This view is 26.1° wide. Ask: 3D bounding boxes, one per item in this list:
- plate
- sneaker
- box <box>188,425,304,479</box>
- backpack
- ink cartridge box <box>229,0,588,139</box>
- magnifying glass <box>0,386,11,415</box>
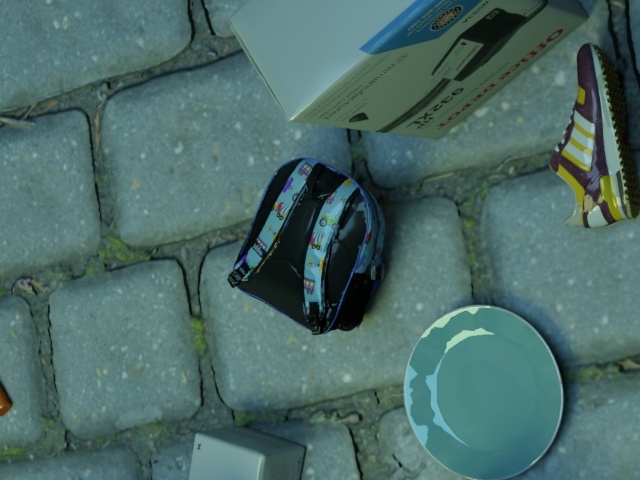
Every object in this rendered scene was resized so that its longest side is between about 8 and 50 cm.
[{"bbox_3d":[0.175,0.162,1.472,0.188,0.024,0.188,-1,87,33],"label":"plate"},{"bbox_3d":[0.265,-0.105,1.393,0.084,0.069,0.185,-12,81,27],"label":"sneaker"},{"bbox_3d":[-0.088,0.277,1.599,0.101,0.087,0.101,13,96,32],"label":"box"},{"bbox_3d":[0.000,0.000,1.532,0.158,0.117,0.173,28,104,30],"label":"backpack"},{"bbox_3d":[0.096,-0.218,1.364,0.223,0.307,0.129,-39,72,26],"label":"ink cartridge box"},{"bbox_3d":[-0.488,0.142,1.898,0.092,0.026,0.231,-45,65,23],"label":"magnifying glass"}]
